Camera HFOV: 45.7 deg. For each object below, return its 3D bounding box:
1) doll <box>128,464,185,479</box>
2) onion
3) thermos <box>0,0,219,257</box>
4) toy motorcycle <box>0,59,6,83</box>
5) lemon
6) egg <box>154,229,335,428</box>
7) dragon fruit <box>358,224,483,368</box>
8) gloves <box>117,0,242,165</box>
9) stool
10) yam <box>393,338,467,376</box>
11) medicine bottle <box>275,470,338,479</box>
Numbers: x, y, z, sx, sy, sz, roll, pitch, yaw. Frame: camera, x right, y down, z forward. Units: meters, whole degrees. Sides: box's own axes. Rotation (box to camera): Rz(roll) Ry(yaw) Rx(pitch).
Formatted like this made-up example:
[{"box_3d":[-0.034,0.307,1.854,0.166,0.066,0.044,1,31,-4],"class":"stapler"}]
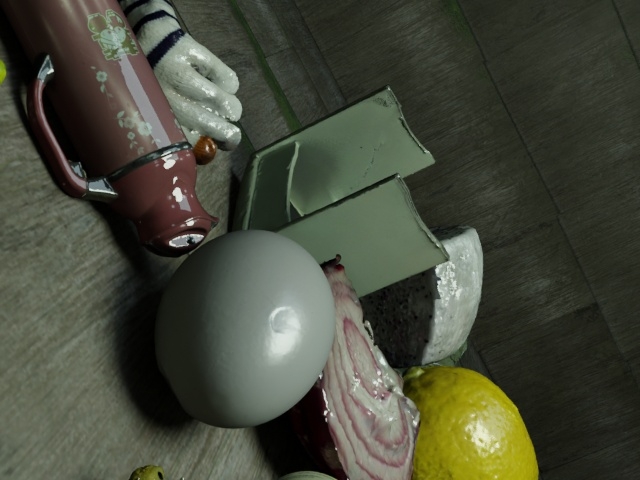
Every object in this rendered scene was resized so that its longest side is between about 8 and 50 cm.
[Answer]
[{"box_3d":[-0.095,0.264,0.533,0.209,0.097,0.137,-95,161,-44],"class":"doll"},{"box_3d":[0.007,0.194,0.956,0.314,0.146,0.280,69,21,-9],"class":"onion"},{"box_3d":[-0.215,-0.132,0.766,0.330,0.109,0.136,63,13,-4],"class":"thermos"},{"box_3d":[-0.293,-0.199,0.490,0.142,0.206,0.342,-10,60,-43],"class":"toy motorcycle"},{"box_3d":[0.206,0.337,1.175,0.320,0.245,0.245,62,14,-6],"class":"lemon"},{"box_3d":[-0.075,0.087,0.750,0.176,0.176,0.232,58,23,-23],"class":"egg"},{"box_3d":[0.164,0.095,1.296,0.204,0.283,0.221,-10,90,-41],"class":"dragon fruit"},{"box_3d":[-0.188,-0.192,0.931,0.131,0.140,0.219,30,32,-61],"class":"gloves"},{"box_3d":[0.028,-0.053,1.125,0.170,0.269,0.244,52,26,-33],"class":"stool"},{"box_3d":[0.172,0.146,1.543,0.271,0.201,0.202,49,18,-26],"class":"yam"},{"box_3d":[-0.013,0.285,0.736,0.212,0.122,0.122,74,-8,-82],"class":"medicine bottle"}]
